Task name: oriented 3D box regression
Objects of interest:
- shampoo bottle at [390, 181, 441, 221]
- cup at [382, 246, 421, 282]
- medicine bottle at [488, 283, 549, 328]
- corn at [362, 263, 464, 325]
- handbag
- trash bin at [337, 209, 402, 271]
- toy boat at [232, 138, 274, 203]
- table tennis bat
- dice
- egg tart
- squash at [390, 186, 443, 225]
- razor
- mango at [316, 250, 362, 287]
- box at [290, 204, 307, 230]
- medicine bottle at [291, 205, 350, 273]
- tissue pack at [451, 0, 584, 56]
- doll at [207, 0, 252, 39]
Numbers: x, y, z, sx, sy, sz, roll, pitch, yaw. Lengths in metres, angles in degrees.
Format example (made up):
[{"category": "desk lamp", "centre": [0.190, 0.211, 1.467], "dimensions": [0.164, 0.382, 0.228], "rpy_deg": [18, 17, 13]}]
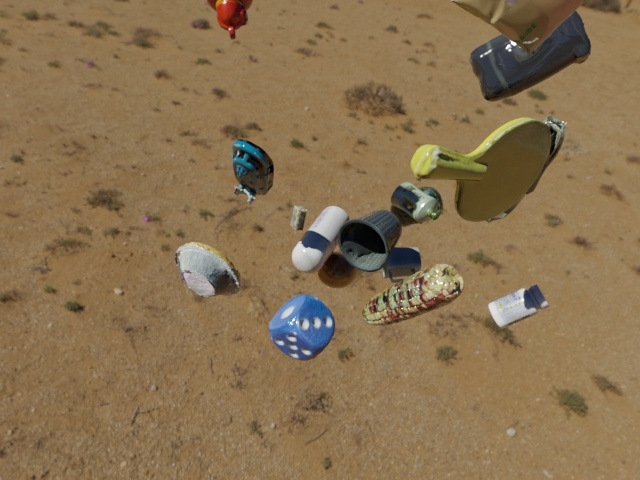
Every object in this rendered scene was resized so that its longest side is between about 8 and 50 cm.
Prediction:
[{"category": "shampoo bottle", "centre": [0.395, -0.146, 1.882], "dimensions": [0.087, 0.118, 0.234], "rpy_deg": [41, 3, -41]}, {"category": "cup", "centre": [0.277, 0.088, 1.603], "dimensions": [0.129, 0.095, 0.128], "rpy_deg": [-2, 51, -1]}, {"category": "medicine bottle", "centre": [0.717, 0.238, 1.680], "dimensions": [0.103, 0.186, 0.103], "rpy_deg": [45, 26, -30]}, {"category": "corn", "centre": [0.186, 0.123, 0.972], "dimensions": [0.086, 0.253, 0.086], "rpy_deg": [20, 54, -29]}, {"category": "handbag", "centre": [0.585, -0.208, 1.316], "dimensions": [0.109, 0.253, 0.315], "rpy_deg": [36, 44, 19]}, {"category": "trash bin", "centre": [0.169, -0.012, 1.434], "dimensions": [0.175, 0.175, 0.161], "rpy_deg": [31, 40, 22]}, {"category": "toy boat", "centre": [-0.226, -0.204, 1.453], "dimensions": [0.134, 0.299, 0.092], "rpy_deg": [29, 74, 3]}, {"category": "table tennis bat", "centre": [0.298, -0.128, 0.853], "dimensions": [0.368, 0.224, 0.054], "rpy_deg": [-3, 38, -38]}, {"category": "dice", "centre": [-0.052, 0.251, 1.345], "dimensions": [0.146, 0.143, 0.146], "rpy_deg": [46, 49, -16]}, {"category": "egg tart", "centre": [-0.363, 0.107, 1.463], "dimensions": [0.234, 0.234, 0.094], "rpy_deg": [21, 49, 9]}, {"category": "squash", "centre": [0.457, -0.157, 2.203], "dimensions": [0.252, 0.165, 0.252], "rpy_deg": [-21, 6, 2]}, {"category": "razor", "centre": [0.671, -0.601, 1.502], "dimensions": [0.113, 0.349, 0.205], "rpy_deg": [-4, 76, -59]}, {"category": "mango", "centre": [0.074, 0.115, 1.913], "dimensions": [0.175, 0.139, 0.254], "rpy_deg": [31, 15, 15]}, {"category": "box", "centre": [-0.093, -0.096, 1.973], "dimensions": [0.045, 0.098, 0.062], "rpy_deg": [2, 22, -28]}, {"category": "medicine bottle", "centre": [0.000, 0.000, 1.776], "dimensions": [0.130, 0.130, 0.341], "rpy_deg": [22, 38, 11]}, {"category": "tissue pack", "centre": [0.385, -0.493, 0.807], "dimensions": [0.215, 0.257, 0.123], "rpy_deg": [30, 55, -8]}, {"category": "doll", "centre": [-0.301, -0.833, 1.508], "dimensions": [0.160, 0.363, 0.182], "rpy_deg": [-7, -4, -2]}]
